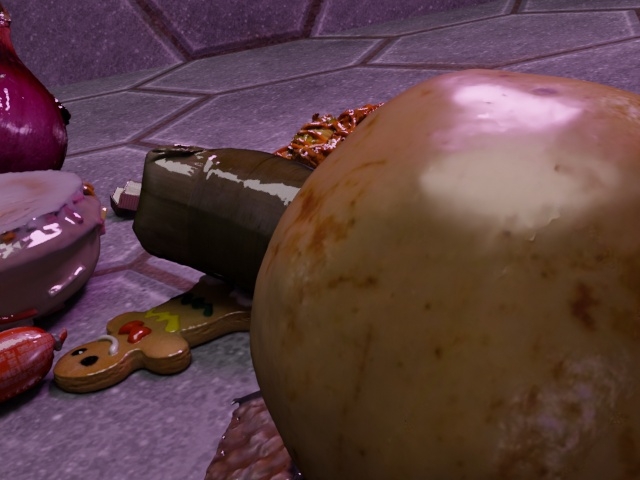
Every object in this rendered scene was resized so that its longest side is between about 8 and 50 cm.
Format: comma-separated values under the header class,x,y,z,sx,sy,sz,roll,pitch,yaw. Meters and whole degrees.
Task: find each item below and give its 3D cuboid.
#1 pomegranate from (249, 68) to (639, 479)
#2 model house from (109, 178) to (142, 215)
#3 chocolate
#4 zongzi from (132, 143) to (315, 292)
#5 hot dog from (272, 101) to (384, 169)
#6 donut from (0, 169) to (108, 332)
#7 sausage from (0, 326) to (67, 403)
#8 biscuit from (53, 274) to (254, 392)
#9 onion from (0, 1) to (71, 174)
class,x,y,z,sx,sy,sz,roll,pitch,yaw
pomegranate,0.122,0.075,0.496,0.342,0.343,0.342,-8,21,3
model house,-0.314,-0.065,1.344,0.083,0.057,0.058,10,50,0
chocolate,-0.049,0.200,0.548,0.102,0.065,0.329,-18,17,18
zongzi,0.000,0.000,0.979,0.323,0.160,0.360,24,5,24
hot dog,0.036,-0.147,1.300,0.158,0.117,0.349,11,30,44
donut,-0.460,0.025,1.045,0.382,0.142,0.383,-9,22,4
sausage,-0.374,0.151,0.789,0.274,0.074,0.074,-23,25,-33
biscuit,-0.180,0.099,0.890,0.240,0.035,0.158,-24,23,-34
onion,-0.628,-0.252,1.470,0.347,0.385,0.348,7,-1,0
